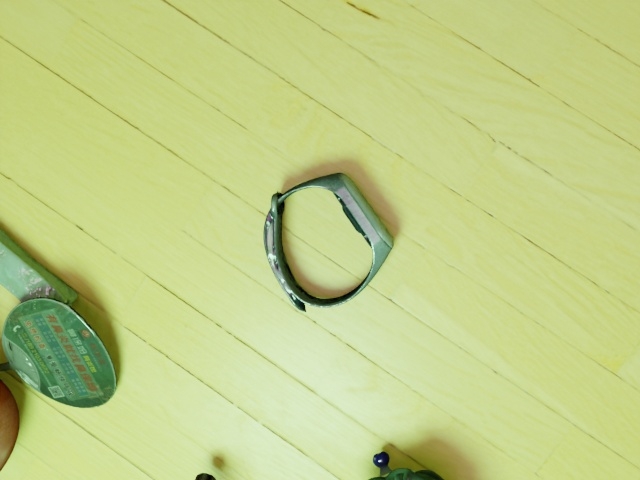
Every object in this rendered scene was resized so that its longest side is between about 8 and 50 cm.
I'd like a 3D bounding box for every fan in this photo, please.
[{"bbox_3d":[-0.468,0.223,1.249,0.223,0.012,0.294,41,120,-10],"label":"fan"}]

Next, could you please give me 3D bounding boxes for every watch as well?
[{"bbox_3d":[0.000,0.000,1.143,0.193,0.068,0.206,-36,91,10],"label":"watch"}]

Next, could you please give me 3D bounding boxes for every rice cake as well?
[{"bbox_3d":[-0.565,0.015,1.244,0.336,0.063,0.066,39,96,5],"label":"rice cake"}]

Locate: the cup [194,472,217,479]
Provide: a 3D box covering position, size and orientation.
[{"bbox_3d":[-0.200,0.520,1.171,0.166,0.177,0.239,-29,90,12],"label":"cup"}]

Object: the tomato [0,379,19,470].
[{"bbox_3d":[-0.670,0.317,1.163,0.321,0.321,0.321,1,96,10],"label":"tomato"}]

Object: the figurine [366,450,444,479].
[{"bbox_3d":[0.158,0.520,1.098,0.261,0.186,0.382,-21,89,-14],"label":"figurine"}]
